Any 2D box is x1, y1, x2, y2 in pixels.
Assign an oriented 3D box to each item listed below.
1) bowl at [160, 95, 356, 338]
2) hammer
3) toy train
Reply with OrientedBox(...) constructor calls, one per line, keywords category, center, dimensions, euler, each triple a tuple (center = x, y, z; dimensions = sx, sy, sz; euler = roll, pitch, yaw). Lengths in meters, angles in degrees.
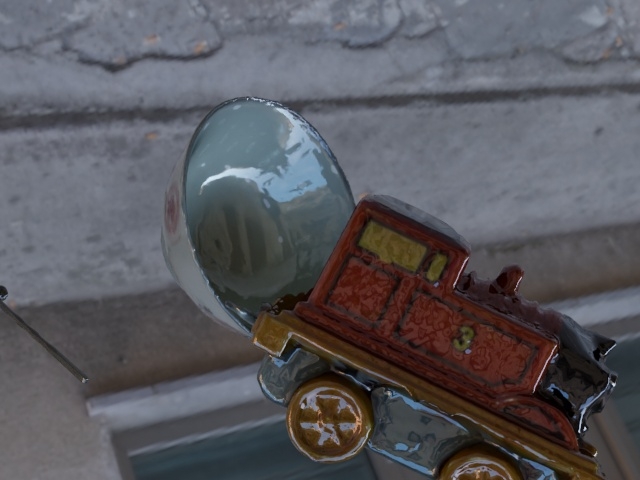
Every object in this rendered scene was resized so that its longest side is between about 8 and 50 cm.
OrientedBox(category="bowl", center=(-0.104, -0.005, 1.372), dimensions=(0.158, 0.337, 0.337), euler=(-18, 162, 38))
OrientedBox(category="hammer", center=(-0.466, 0.151, 1.708), dimensions=(0.058, 0.292, 0.029), euler=(1, 117, -54))
OrientedBox(category="toy train", center=(0.095, 0.105, 0.941), dimensions=(0.231, 0.369, 0.163), euler=(-65, 177, 8))
